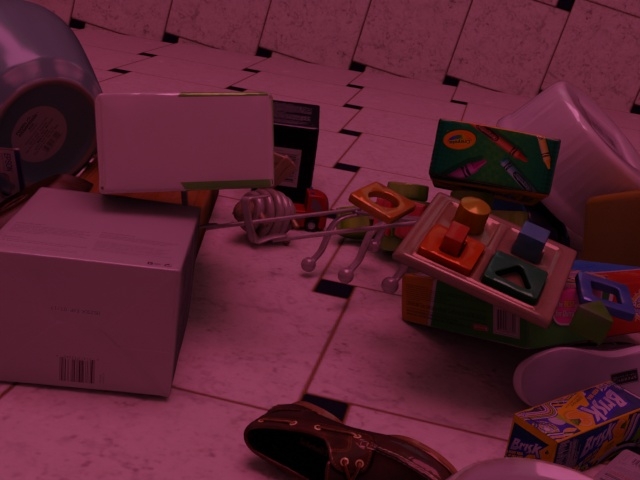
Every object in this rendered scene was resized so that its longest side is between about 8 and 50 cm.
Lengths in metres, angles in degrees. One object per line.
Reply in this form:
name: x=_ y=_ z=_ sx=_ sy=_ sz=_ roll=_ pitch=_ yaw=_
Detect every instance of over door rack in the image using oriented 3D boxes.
over door rack: x=0.000 y=0.000 z=1.165 sx=0.324 sy=0.108 sz=0.239 roll=6 pitch=2 yaw=-29

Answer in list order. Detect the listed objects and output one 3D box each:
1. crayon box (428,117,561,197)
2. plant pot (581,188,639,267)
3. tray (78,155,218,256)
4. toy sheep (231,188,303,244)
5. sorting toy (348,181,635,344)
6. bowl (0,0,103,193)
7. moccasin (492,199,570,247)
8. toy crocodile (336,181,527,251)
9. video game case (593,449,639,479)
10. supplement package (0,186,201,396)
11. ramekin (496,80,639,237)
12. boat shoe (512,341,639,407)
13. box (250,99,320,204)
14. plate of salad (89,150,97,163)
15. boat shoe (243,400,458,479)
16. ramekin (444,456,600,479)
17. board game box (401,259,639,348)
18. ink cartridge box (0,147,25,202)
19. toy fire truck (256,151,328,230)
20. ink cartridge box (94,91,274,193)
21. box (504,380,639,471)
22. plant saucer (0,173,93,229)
crayon box: x=0.253 y=-0.111 z=1.324 sx=0.165 sy=0.081 sz=0.278 roll=11 pitch=1 yaw=9
plant pot: x=0.518 y=0.009 z=1.355 sx=0.212 sy=0.212 sz=0.187 roll=-9 pitch=15 yaw=-40
tray: x=-0.274 y=-0.058 z=1.376 sx=0.202 sy=0.076 sz=0.411 roll=8 pitch=19 yaw=-3
toy sheep: x=-0.080 y=-0.038 z=1.393 sx=0.132 sy=0.091 sz=0.091 roll=10 pitch=14 yaw=-41
sorting toy: x=0.192 y=0.005 z=1.003 sx=0.347 sy=0.047 sz=0.196 roll=24 pitch=31 yaw=13
bowl: x=-0.452 y=-0.193 z=1.356 sx=0.311 sy=0.312 sz=0.163 roll=-12 pitch=36 yaw=-45
moccasin: x=0.362 y=-0.064 z=1.615 sx=0.116 sy=0.138 sz=0.342 roll=19 pitch=35 yaw=-12
toy crocodile: x=0.163 y=-0.025 z=1.345 sx=0.105 sy=0.115 sz=0.340 roll=5 pitch=5 yaw=-43
video game case: x=0.330 y=0.274 z=0.790 sx=0.212 sy=0.023 sz=0.193 roll=24 pitch=25 yaw=34
supplement package: x=-0.242 y=0.050 z=0.976 sx=0.194 sy=0.149 sz=0.203 roll=7 pitch=20 yaw=-4
ramekin: x=0.447 y=-0.146 z=1.550 sx=0.277 sy=0.135 sz=0.277 roll=36 pitch=29 yaw=-24
boat shoe: x=0.313 y=0.153 z=1.048 sx=0.228 sy=0.080 sz=0.076 roll=-7 pitch=2 yaw=-22
box: x=-0.063 y=-0.163 z=1.636 sx=0.108 sy=0.153 sz=0.207 roll=7 pitch=19 yaw=-3
plate of salad: x=-0.401 y=-0.182 z=1.701 sx=0.199 sy=0.048 sz=0.200 roll=8 pitch=19 yaw=-3
boat shoe: x=0.024 y=0.201 z=0.789 sx=0.207 sy=0.073 sz=0.073 roll=12 pitch=9 yaw=35
ramekin: x=0.159 y=0.251 z=0.655 sx=0.207 sy=0.109 sz=0.207 roll=7 pitch=19 yaw=-3
board game box: x=0.303 y=0.075 z=1.166 sx=0.316 sy=0.064 sz=0.242 roll=-4 pitch=6 yaw=-31
ink cartridge box: x=-0.570 y=-0.100 z=1.212 sx=0.332 sy=0.165 sz=0.065 roll=3 pitch=54 yaw=-12
toy fire truck: x=-0.076 y=-0.092 z=1.458 sx=0.192 sy=0.135 sz=0.047 roll=6 pitch=20 yaw=-8
ink cartridge box: x=-0.179 y=-0.122 z=1.115 sx=0.198 sy=0.115 sz=0.273 roll=-3 pitch=6 yaw=-13
box: x=0.271 y=0.197 z=0.929 sx=0.169 sy=0.054 sz=0.059 roll=-7 pitch=25 yaw=-38
plant saucer: x=-0.392 y=-0.036 z=1.163 sx=0.198 sy=0.036 sz=0.198 roll=-25 pitch=19 yaw=9
